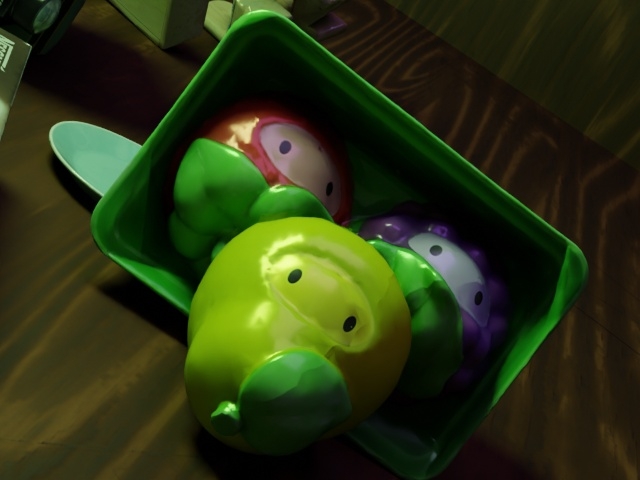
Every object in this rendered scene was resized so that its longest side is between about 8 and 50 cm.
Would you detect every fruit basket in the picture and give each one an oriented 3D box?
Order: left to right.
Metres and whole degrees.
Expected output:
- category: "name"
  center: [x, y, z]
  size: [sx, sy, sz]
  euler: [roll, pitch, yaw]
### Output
- category: "fruit basket"
  center: [0.006, 0.024, 1.206]
  size: [0.392, 0.283, 0.392]
  euler: [37, 3, -2]

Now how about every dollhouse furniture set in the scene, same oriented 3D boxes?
- category: "dollhouse furniture set"
  center: [-0.134, -0.451, 2.073]
  size: [0.394, 0.362, 0.256]
  euler: [-28, 60, -36]

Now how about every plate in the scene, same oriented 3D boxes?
- category: "plate"
  center: [-0.181, -0.052, 1.436]
  size: [0.188, 0.024, 0.188]
  euler: [31, 17, -10]

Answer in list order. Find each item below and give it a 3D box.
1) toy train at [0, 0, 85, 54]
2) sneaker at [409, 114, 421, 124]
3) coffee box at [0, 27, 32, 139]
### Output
- category: "toy train"
  center: [-0.402, -0.321, 1.601]
  size: [0.334, 0.142, 0.190]
  euler: [35, 5, 9]
- category: "sneaker"
  center: [0.111, -0.117, 2.009]
  size: [0.153, 0.094, 0.235]
  euler: [-1, 27, -47]
- category: "coffee box"
  center: [-0.331, -0.099, 1.133]
  size: [0.168, 0.119, 0.297]
  euler: [28, 18, -15]
